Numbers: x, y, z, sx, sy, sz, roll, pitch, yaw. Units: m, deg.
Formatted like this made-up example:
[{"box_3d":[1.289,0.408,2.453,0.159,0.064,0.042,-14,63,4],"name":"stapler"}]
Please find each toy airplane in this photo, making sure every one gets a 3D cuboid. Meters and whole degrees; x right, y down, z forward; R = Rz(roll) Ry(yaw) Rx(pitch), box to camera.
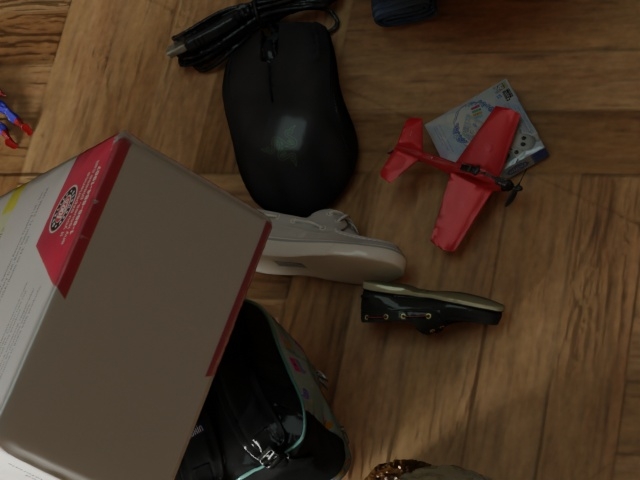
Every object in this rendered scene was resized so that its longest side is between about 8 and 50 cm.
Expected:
[{"box_3d":[0.120,-0.069,1.737,0.151,0.028,0.151,-10,62,20],"name":"toy airplane"}]

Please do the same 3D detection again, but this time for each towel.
[{"box_3d":[0.082,-0.268,1.886,0.067,0.029,0.119,-11,60,18],"name":"towel"}]

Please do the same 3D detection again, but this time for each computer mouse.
[{"box_3d":[-0.048,-0.146,1.850,0.188,0.072,0.272,-23,57,10],"name":"computer mouse"}]

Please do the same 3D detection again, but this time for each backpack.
[{"box_3d":[-0.072,0.154,1.652,0.166,0.144,0.188,-34,55,13],"name":"backpack"}]

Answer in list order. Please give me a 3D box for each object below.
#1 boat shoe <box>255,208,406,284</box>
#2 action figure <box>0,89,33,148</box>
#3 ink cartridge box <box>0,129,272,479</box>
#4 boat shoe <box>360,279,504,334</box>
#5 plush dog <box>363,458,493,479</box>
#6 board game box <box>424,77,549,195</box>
[{"box_3d":[0.000,0.000,1.761,0.184,0.066,0.063,2,65,35],"name":"boat shoe"},{"box_3d":[-0.348,-0.143,2.006,0.038,0.030,0.115,-46,53,1],"name":"action figure"},{"box_3d":[-0.235,0.096,1.635,0.385,0.160,0.279,-17,48,58],"name":"ink cartridge box"},{"box_3d":[0.099,0.063,1.692,0.133,0.049,0.042,6,94,19],"name":"boat shoe"},{"box_3d":[0.065,0.266,1.524,0.225,0.210,0.262,-32,51,-24],"name":"plush dog"},{"box_3d":[0.154,-0.094,1.765,0.090,0.020,0.090,-29,56,7],"name":"board game box"}]
